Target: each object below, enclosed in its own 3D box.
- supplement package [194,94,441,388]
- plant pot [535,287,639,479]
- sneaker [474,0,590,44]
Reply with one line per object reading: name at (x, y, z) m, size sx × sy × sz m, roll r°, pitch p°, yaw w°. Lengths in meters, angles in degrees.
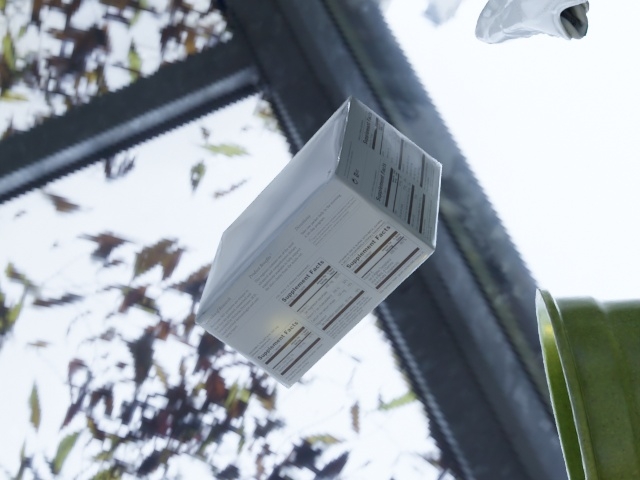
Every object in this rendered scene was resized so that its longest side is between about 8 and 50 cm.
supplement package at (0.000, 0.000, 1.639) m, size 0.145 × 0.262 × 0.204 m, roll 37°, pitch -152°, yaw -15°
plant pot at (0.367, 0.158, 1.397) m, size 0.254 × 0.276 × 0.276 m, roll -11°, pitch -123°, yaw 4°
sneaker at (0.200, -0.209, 1.281) m, size 0.094 × 0.212 × 0.080 m, roll 31°, pitch -94°, yaw 4°
